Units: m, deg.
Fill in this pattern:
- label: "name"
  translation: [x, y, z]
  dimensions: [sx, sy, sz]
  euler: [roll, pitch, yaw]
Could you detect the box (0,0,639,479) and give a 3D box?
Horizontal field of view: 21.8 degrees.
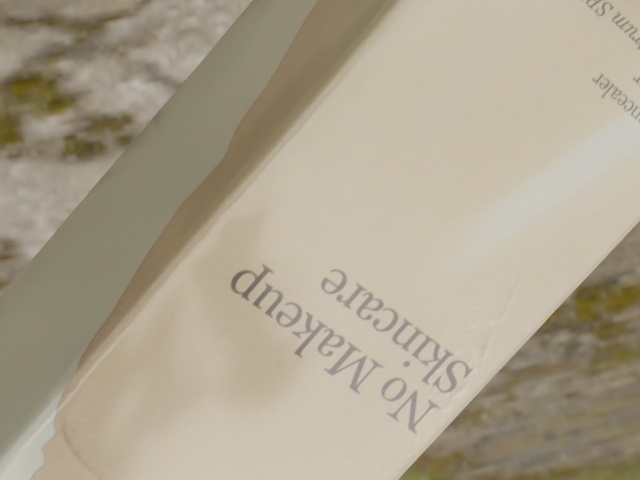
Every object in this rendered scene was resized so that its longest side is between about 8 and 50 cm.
- label: "box"
  translation: [0.000, 0.000, 0.668]
  dimensions: [0.148, 0.121, 0.311]
  euler: [35, 101, -26]
